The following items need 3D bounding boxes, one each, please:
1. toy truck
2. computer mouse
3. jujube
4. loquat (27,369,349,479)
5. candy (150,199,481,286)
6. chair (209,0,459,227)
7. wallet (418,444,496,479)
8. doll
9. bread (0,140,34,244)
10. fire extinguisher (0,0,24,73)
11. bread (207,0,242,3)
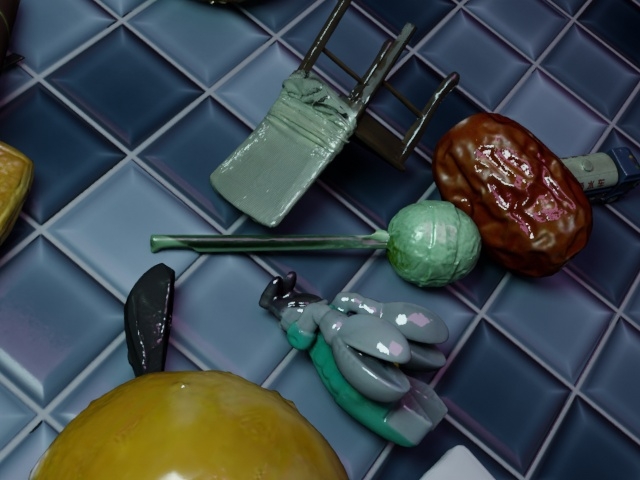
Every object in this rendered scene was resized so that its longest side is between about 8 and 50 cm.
[{"bbox_3d":[0.403,-0.098,1.412,0.202,0.088,0.074,-10,64,-27],"label":"toy truck"},{"bbox_3d":[-0.201,0.101,1.051,0.057,0.099,0.172,6,56,-7],"label":"computer mouse"},{"bbox_3d":[0.267,-0.063,1.286,0.174,0.174,0.250,-34,80,-33],"label":"jujube"},{"bbox_3d":[-0.121,0.281,0.838,0.328,0.328,0.328,10,58,-16],"label":"loquat"},{"bbox_3d":[0.000,0.000,1.199,0.440,0.119,0.119,1,60,-12],"label":"candy"},{"bbox_3d":[0.021,-0.150,1.242,0.160,0.186,0.319,36,94,35],"label":"chair"},{"bbox_3d":[0.141,0.330,1.087,0.190,0.033,0.095,-34,76,-34],"label":"wallet"},{"bbox_3d":[0.047,0.130,1.093,0.258,0.153,0.195,29,27,-9],"label":"doll"},{"bbox_3d":[-0.459,-0.039,1.035,0.210,0.099,0.235,24,51,-11],"label":"bread"},{"bbox_3d":[-0.419,-0.213,1.093,0.141,0.105,0.341,43,22,-35],"label":"fire extinguisher"},{"bbox_3d":[-0.155,-0.482,1.379,0.305,0.159,0.305,8,58,-13],"label":"bread"}]
